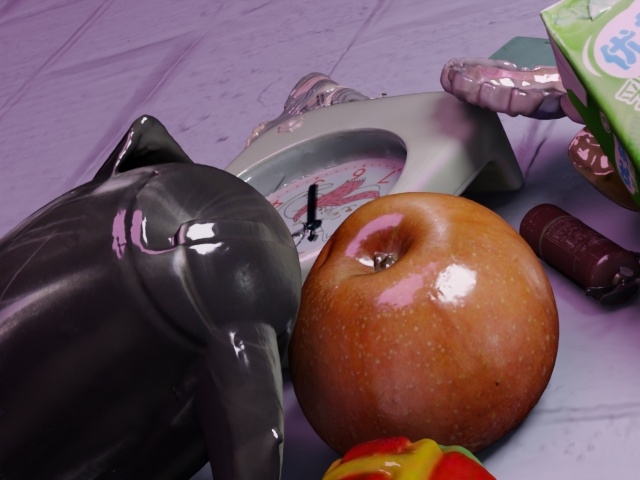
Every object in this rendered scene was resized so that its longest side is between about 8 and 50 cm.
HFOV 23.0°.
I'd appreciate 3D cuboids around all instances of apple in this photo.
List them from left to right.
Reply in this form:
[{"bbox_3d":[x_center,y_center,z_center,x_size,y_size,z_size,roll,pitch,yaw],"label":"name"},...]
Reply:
[{"bbox_3d":[0.067,0.058,1.113,0.201,0.162,0.201,-22,25,11],"label":"apple"}]

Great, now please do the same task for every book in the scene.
[{"bbox_3d":[0.205,-0.167,1.562,0.103,0.017,0.135,-41,27,-19],"label":"book"}]

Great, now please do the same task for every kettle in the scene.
[{"bbox_3d":[-0.130,0.103,1.096,0.228,0.320,0.324,1,-26,-36],"label":"kettle"}]

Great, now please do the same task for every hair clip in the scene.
[{"bbox_3d":[0.250,-0.135,1.307,0.301,0.069,0.173,-9,13,-5],"label":"hair clip"}]

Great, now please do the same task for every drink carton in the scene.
[{"bbox_3d":[0.284,-0.083,1.087,0.161,0.108,0.271,-27,54,2],"label":"drink carton"}]

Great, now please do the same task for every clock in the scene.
[{"bbox_3d":[0.000,0.000,1.353,0.265,0.108,0.324,-1,37,40],"label":"clock"}]

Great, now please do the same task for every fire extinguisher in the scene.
[{"bbox_3d":[0.210,0.012,1.196,0.078,0.045,0.157,-11,20,-15],"label":"fire extinguisher"}]

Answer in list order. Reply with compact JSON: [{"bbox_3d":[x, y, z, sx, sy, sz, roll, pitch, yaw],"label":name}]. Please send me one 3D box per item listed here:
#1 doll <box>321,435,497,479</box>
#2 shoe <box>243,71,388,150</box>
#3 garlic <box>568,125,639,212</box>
[{"bbox_3d":[-0.009,0.237,0.836,0.183,0.160,0.363,-12,11,34],"label":"doll"},{"bbox_3d":[-0.001,-0.094,1.570,0.092,0.089,0.180,7,44,34],"label":"shoe"},{"bbox_3d":[0.287,-0.080,1.215,0.196,0.101,0.087,-29,52,0],"label":"garlic"}]
